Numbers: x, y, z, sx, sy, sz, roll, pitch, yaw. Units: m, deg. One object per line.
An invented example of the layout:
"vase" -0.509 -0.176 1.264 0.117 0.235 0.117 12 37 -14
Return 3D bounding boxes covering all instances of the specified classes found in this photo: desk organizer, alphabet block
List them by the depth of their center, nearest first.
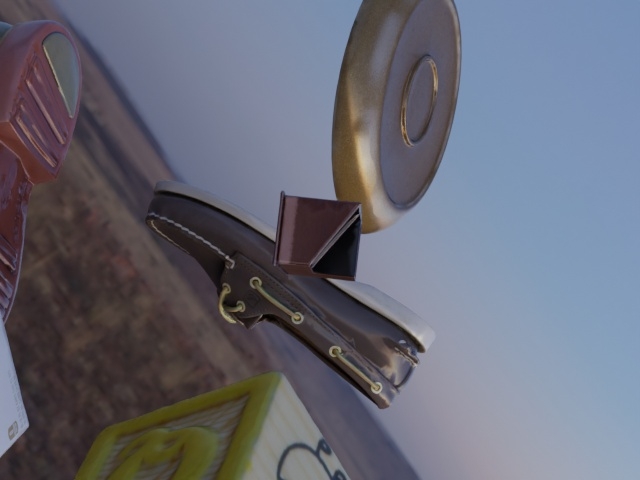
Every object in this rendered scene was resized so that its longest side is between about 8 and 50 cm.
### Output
"desk organizer" 0.000 0.000 0.902 0.130 0.050 0.047 65 31 -85
"alphabet block" -0.083 0.253 1.094 0.197 0.193 0.192 59 25 -22

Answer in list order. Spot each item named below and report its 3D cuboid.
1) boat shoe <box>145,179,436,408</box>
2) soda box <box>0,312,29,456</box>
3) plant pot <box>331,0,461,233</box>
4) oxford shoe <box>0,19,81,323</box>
"boat shoe" -0.045 0.052 1.392 0.324 0.097 0.116 31 -12 0
"soda box" -0.220 0.022 0.719 0.069 0.074 0.216 -55 141 -58
"plant pot" 0.071 -0.118 1.143 0.032 0.236 0.236 13 -23 22
"oxford shoe" -0.326 -0.013 1.125 0.146 0.397 0.140 8 -32 18
